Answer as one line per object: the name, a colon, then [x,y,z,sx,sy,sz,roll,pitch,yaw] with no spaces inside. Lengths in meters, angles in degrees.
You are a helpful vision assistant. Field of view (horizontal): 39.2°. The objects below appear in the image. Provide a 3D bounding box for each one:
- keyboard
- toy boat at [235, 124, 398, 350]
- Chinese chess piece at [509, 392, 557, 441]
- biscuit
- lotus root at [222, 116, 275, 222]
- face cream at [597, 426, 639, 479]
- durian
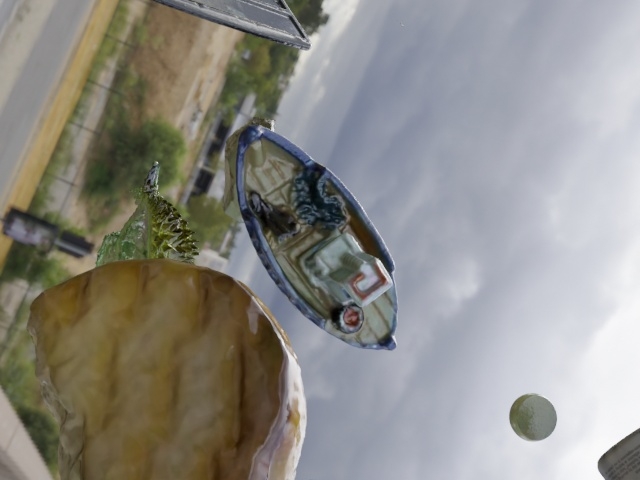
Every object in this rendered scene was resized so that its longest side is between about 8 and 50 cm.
keyboard: [-0.078,-0.213,0.764,0.041,0.381,0.103,-51,-124,34]
toy boat: [0.000,0.000,0.886,0.114,0.262,0.115,-36,177,-17]
Chinese chess piece: [0.366,0.305,1.548,0.084,0.084,0.034,-68,-168,-14]
biscuit: [-0.115,0.134,0.696,0.091,0.213,0.274,73,-1,-54]
lotus root: [-0.112,-0.121,1.352,0.143,0.070,0.144,-87,-172,-45]
face cream: [0.502,0.333,1.262,0.153,0.177,0.177,57,-41,27]
durian: [-0.184,0.021,0.919,0.215,0.100,0.086,-54,176,28]
